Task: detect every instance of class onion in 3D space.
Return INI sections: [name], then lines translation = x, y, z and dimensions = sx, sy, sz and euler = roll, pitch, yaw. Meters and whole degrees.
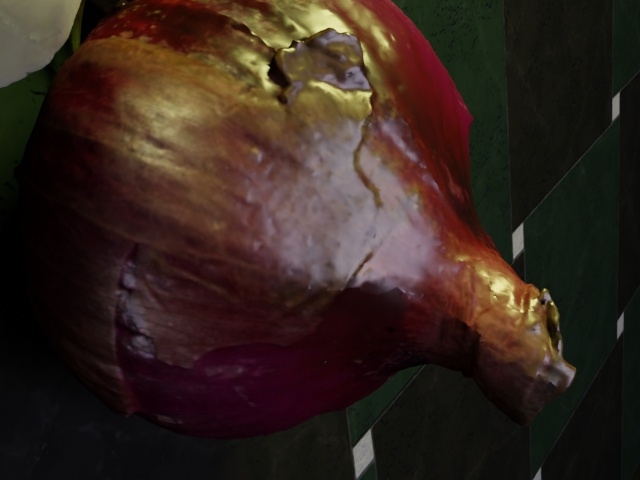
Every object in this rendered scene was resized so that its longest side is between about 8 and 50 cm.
[onion]
translation = 0.000, 0.000, 0.694
dimensions = 0.348, 0.385, 0.348
euler = -42, 149, -33

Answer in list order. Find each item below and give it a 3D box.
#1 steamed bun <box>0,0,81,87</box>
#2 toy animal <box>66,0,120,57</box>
[steamed bun]
translation = -0.224, -0.144, 0.478
dimensions = 0.225, 0.200, 0.170
euler = -11, 84, -46
[toy animal]
translation = -0.134, -0.184, 0.752
dimensions = 0.202, 0.070, 0.105
euler = -14, 97, -55
